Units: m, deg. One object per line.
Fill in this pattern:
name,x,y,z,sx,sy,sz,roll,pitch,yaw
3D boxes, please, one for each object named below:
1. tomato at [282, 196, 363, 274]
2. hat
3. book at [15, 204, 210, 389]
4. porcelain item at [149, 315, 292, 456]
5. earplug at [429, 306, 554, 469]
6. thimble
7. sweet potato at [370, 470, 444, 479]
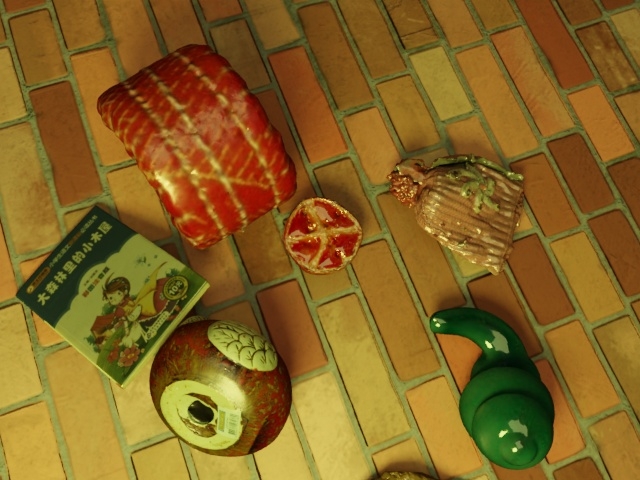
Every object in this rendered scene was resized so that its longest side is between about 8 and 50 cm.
tomato,0.000,0.000,1.171,0.155,0.069,0.156,2,71,-7
hat,0.270,-0.084,1.198,0.286,0.107,0.237,24,62,-2
book,-0.381,0.087,1.085,0.322,0.018,0.228,29,71,26
porcelain item,-0.156,0.234,1.036,0.252,0.253,0.253,1,73,-4
earplug,0.314,0.260,1.065,0.163,0.280,0.258,-19,111,10
thimble,-0.214,-0.160,1.074,0.230,0.350,0.350,-33,78,-11
sweet potato,0.166,0.434,1.055,0.205,0.060,0.068,5,104,-13
